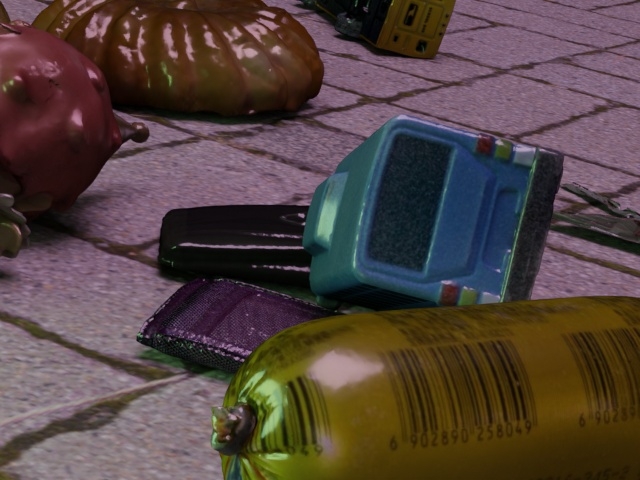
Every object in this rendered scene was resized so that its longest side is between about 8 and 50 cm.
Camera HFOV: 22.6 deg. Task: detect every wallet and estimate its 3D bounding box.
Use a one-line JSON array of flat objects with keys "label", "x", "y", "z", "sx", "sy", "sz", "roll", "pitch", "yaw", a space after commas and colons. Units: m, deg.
[{"label": "wallet", "x": 0.000, "y": 0.000, "z": 1.228, "sx": 0.245, "sy": 0.052, "sz": 0.168, "roll": 5, "pitch": 15, "yaw": -5}, {"label": "wallet", "x": -0.023, "y": 0.064, "z": 1.037, "sx": 0.166, "sy": 0.030, "sz": 0.111, "roll": 14, "pitch": 18, "yaw": 13}]

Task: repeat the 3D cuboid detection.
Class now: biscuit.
[{"label": "biscuit", "x": -0.155, "y": -0.215, "z": 1.726, "sx": 0.326, "sy": 0.107, "sz": 0.325, "roll": 6, "pitch": 21, "yaw": -2}]

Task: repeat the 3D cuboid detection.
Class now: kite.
[{"label": "kite", "x": 0.299, "y": -0.017, "z": 1.481, "sx": 0.229, "sy": 0.012, "sz": 0.250, "roll": 4, "pitch": 18, "yaw": -26}]

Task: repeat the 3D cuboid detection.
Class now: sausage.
[{"label": "sausage", "x": 0.091, "y": 0.094, "z": 0.853, "sx": 0.347, "sy": 0.123, "sz": 0.123, "roll": -2, "pitch": 21, "yaw": -32}]

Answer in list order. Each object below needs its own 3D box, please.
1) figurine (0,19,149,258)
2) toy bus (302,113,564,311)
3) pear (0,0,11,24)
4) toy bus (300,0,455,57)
[{"label": "figurine", "x": -0.254, "y": -0.075, "z": 1.174, "sx": 0.207, "sy": 0.166, "sz": 0.387, "roll": 48, "pitch": 24, "yaw": 7}, {"label": "toy bus", "x": 0.065, "y": -0.006, "z": 1.036, "sx": 0.134, "sy": 0.116, "sz": 0.234, "roll": 14, "pitch": -6, "yaw": -7}, {"label": "pear", "x": -0.350, "y": -0.168, "z": 1.412, "sx": 0.167, "sy": 0.136, "sz": 0.167, "roll": 6, "pitch": 13, "yaw": -2}, {"label": "toy bus", "x": 0.070, "y": -0.347, "z": 2.209, "sx": 0.123, "sy": 0.121, "sz": 0.335, "roll": 12, "pitch": 16, "yaw": -22}]
